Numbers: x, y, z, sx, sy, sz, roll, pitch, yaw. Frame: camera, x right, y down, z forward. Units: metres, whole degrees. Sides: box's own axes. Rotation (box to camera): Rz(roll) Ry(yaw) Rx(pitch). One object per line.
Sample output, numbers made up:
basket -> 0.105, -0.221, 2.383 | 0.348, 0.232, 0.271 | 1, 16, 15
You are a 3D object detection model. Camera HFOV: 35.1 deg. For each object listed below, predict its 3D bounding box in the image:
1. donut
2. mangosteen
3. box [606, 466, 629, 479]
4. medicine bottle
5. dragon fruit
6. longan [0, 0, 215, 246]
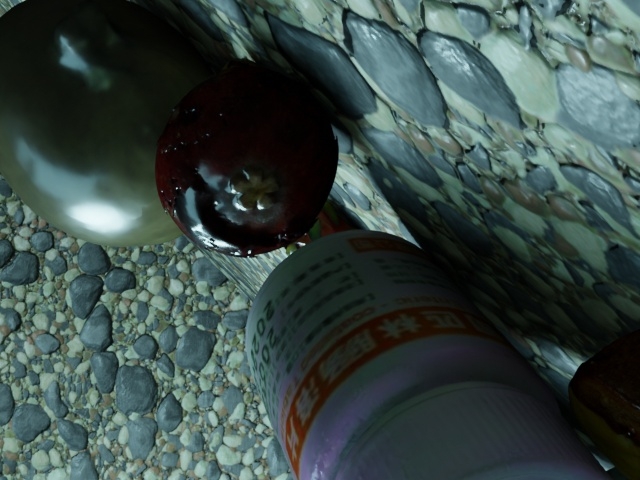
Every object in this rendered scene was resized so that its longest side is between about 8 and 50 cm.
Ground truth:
donut -> 0.240, 0.125, 0.656 | 0.166, 0.073, 0.184 | 42, 172, 32
mangosteen -> -0.062, -0.074, 0.890 | 0.166, 0.166, 0.180 | 48, -160, -18
box -> 0.362, 0.432, 0.862 | 0.396, 0.111, 0.396 | -151, 50, -63
medicine bottle -> 0.074, 0.155, 0.837 | 0.219, 0.219, 0.388 | 50, -176, -26
dragon fruit -> -0.002, 0.000, 1.161 | 0.116, 0.086, 0.081 | 50, -149, 21
longan -> -0.225, -0.133, 1.065 | 0.300, 0.243, 0.300 | 23, 147, 16
